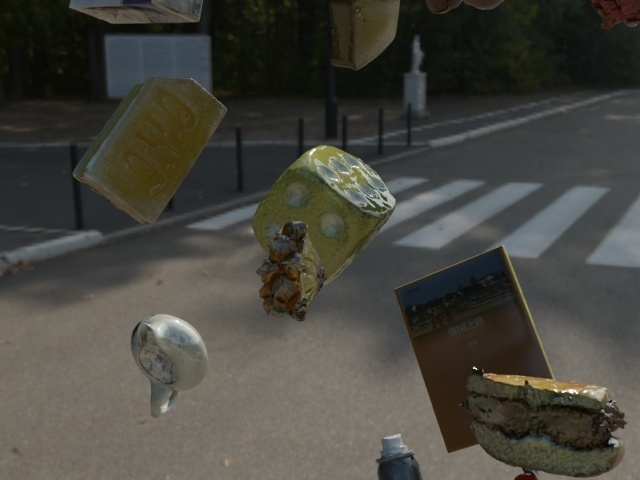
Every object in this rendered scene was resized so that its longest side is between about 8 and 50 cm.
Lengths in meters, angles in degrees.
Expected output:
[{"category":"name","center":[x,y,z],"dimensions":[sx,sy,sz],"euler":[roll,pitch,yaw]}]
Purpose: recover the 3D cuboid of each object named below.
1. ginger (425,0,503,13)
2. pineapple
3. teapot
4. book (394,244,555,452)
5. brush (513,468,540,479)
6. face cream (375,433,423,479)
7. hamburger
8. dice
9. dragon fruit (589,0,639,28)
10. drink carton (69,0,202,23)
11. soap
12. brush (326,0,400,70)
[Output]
[{"category":"ginger","center":[0.318,-0.681,1.690],"dimensions":[0.254,0.418,0.176],"euler":[16,47,36]},{"category":"pineapple","center":[-0.031,0.041,1.095],"dimensions":[0.069,0.137,0.116],"euler":[12,4,29]},{"category":"teapot","center":[-0.374,0.299,1.913],"dimensions":[0.208,0.299,0.166],"euler":[9,25,14]},{"category":"book","center":[0.327,0.228,1.642],"dimensions":[0.263,0.373,0.028],"euler":[-24,-20,23]},{"category":"brush","center":[0.361,0.481,1.357],"dimensions":[0.070,0.051,0.323],"euler":[-7,31,18]},{"category":"face cream","center":[0.148,0.461,1.271],"dimensions":[0.073,0.283,0.073],"euler":[-12,-16,-4]},{"category":"hamburger","center":[0.385,0.305,1.331],"dimensions":[0.245,0.155,0.282],"euler":[1,-1,-2]},{"category":"dice","center":[0.007,-0.043,1.277],"dimensions":[0.166,0.169,0.169],"euler":[41,29,6]},{"category":"dragon fruit","center":[0.610,-0.639,1.705],"dimensions":[0.228,0.329,0.286],"euler":[4,9,16]},{"category":"drink carton","center":[-0.297,-0.432,1.271],"dimensions":[0.222,0.134,0.102],"euler":[10,3,34]},{"category":"soap","center":[-0.268,-0.158,1.245],"dimensions":[0.140,0.232,0.073],"euler":[40,-20,-31]},{"category":"brush","center":[0.073,-0.366,1.280],"dimensions":[0.059,0.123,0.197],"euler":[13,35,22]}]
